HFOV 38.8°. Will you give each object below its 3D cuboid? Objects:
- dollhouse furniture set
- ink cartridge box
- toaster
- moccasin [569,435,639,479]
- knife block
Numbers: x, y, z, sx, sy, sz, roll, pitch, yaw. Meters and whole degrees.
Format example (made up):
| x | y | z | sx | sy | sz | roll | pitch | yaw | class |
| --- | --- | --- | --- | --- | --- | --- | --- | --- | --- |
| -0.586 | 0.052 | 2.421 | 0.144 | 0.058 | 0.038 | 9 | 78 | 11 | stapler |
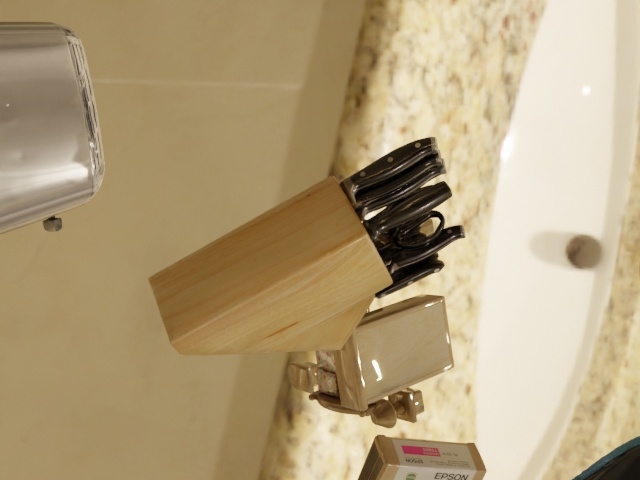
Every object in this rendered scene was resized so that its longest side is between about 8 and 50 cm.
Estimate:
| x | y | z | sx | sy | sz | roll | pitch | yaw | class |
| --- | --- | --- | --- | --- | --- | --- | --- | --- | --- |
| 0.001 | 0.121 | 1.328 | 0.173 | 0.355 | 0.304 | -15 | 101 | -36 | dollhouse furniture set |
| 0.202 | 0.513 | 1.901 | 0.234 | 0.088 | 0.193 | 9 | 119 | -17 | ink cartridge box |
| -0.293 | -0.112 | 0.826 | 0.146 | 0.129 | 0.227 | -17 | 102 | -44 | toaster |
| 0.267 | 0.290 | 0.843 | 0.341 | 0.117 | 0.138 | -29 | 136 | -11 | moccasin |
| 0.000 | 0.000 | 0.884 | 0.275 | 0.088 | 0.242 | 3 | 132 | -33 | knife block |
